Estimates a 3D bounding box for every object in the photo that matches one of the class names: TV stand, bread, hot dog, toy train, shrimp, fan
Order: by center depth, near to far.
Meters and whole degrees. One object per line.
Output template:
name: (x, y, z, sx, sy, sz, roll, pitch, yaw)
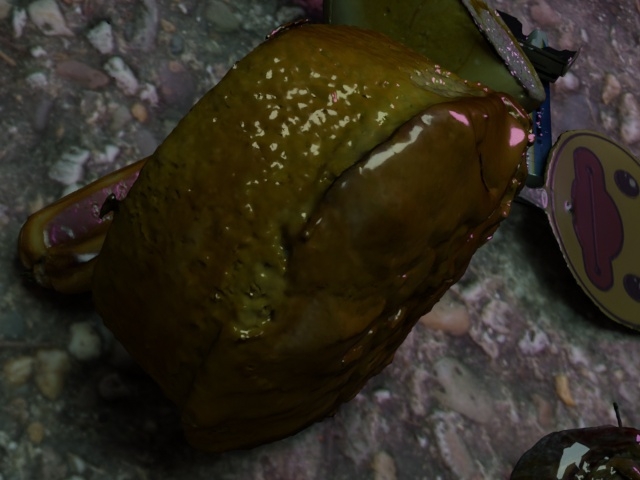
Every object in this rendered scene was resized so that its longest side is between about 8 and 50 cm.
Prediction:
bread: (0.000, 0.000, 1.316, 0.215, 0.398, 0.398, 40, 47, 13)
hot dog: (-0.157, -0.017, 1.433, 0.104, 0.076, 0.250, 34, 40, 24)
shrimp: (0.336, 0.203, 1.462, 0.343, 0.116, 0.145, -12, 49, -5)
fan: (0.276, -0.025, 1.665, 0.335, 0.011, 0.229, 21, 55, -34)
bread: (0.099, -0.208, 1.667, 0.260, 0.156, 0.158, 54, 18, -1)
toy train: (0.220, -0.145, 1.747, 0.051, 0.052, 0.234, 15, 51, -13)
TV stand: (0.163, -0.240, 1.758, 0.249, 0.042, 0.036, 26, 52, 15)
